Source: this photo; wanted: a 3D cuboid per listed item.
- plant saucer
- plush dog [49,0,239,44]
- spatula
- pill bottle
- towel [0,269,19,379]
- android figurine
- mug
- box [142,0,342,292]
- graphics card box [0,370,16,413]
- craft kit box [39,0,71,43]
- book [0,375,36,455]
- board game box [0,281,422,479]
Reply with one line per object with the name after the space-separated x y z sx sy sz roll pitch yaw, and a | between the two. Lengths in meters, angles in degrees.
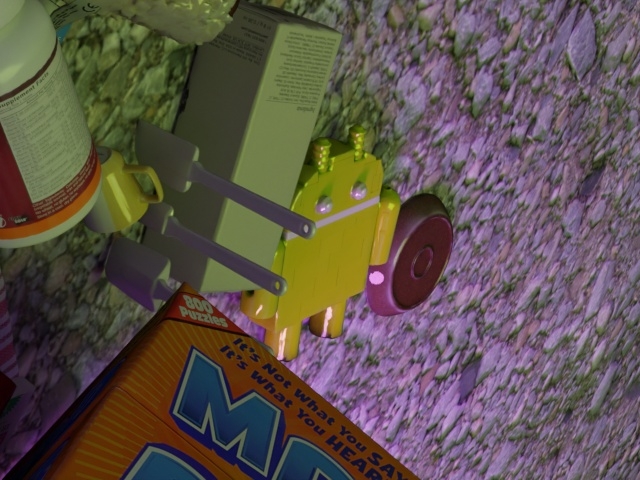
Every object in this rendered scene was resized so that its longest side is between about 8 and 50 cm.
0.119 0.024 1.905 0.168 0.029 0.168 -33 137 -38 | plant saucer
-0.158 -0.297 1.146 0.262 0.210 0.225 96 -6 -69 | plush dog
-0.106 0.007 1.364 0.019 0.242 0.168 2 111 -50 | spatula
-0.242 -0.109 1.100 0.121 0.121 0.221 -45 143 -28 | pill bottle
-0.331 0.107 1.315 0.144 0.029 0.197 -36 141 -37 | towel
0.000 0.000 1.692 0.248 0.056 0.273 -21 130 -48 | android figurine
-0.189 -0.053 1.371 0.078 0.062 0.064 -22 127 -7 | mug
-0.079 -0.091 1.474 0.113 0.094 0.275 1 112 -55 | box
-0.375 0.260 1.157 0.371 0.094 0.233 -57 -174 1 | graphics card box
-0.329 -0.119 1.131 0.250 0.061 0.246 -62 151 -5 | craft kit box
-0.318 0.192 1.347 0.144 0.035 0.096 -61 163 20 | book
-0.129 0.332 1.231 0.356 0.356 0.356 -46 -172 28 | board game box
